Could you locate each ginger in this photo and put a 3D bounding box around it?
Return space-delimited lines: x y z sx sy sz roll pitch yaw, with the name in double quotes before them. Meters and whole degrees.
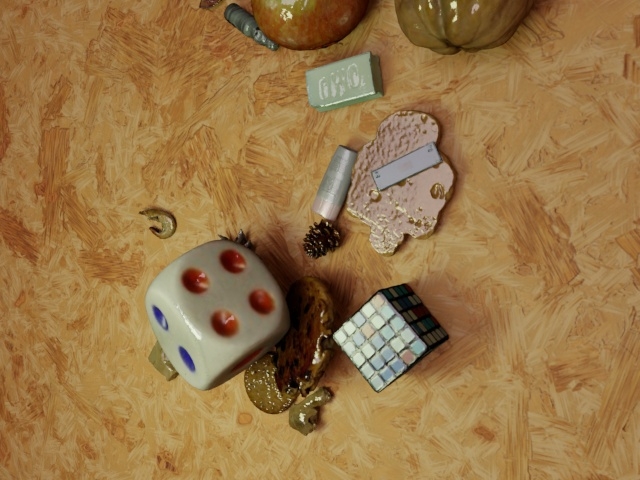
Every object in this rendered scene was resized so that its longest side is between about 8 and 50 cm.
"ginger" -0.031 0.491 1.509 0.165 0.067 0.096 -43 50 24

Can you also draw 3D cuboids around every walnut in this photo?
"walnut" 0.316 -0.583 1.141 0.306 0.306 0.344 14 93 28

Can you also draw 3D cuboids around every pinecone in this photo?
"pinecone" 0.002 0.003 1.451 0.102 0.102 0.109 26 75 26

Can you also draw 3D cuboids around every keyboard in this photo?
"keyboard" 0.210 -0.182 1.314 0.176 0.014 0.055 -25 83 26

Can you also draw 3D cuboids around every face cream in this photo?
"face cream" 0.044 -0.156 1.444 0.084 0.057 0.198 31 109 26

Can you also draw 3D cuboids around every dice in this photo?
"dice" -0.279 0.201 1.434 0.304 0.276 0.304 54 147 13

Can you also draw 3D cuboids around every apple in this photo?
"apple" -0.022 -0.627 1.367 0.309 0.250 0.278 6 80 9

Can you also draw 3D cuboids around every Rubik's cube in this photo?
"Rubik's cube" 0.176 0.234 1.313 0.184 0.187 0.182 -46 70 21

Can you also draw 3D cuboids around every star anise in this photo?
"star anise" -0.250 0.056 1.618 0.195 0.065 0.183 -4 88 41

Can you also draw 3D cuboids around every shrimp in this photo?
"shrimp" -0.555 -0.060 1.808 0.162 0.045 0.095 17 121 23

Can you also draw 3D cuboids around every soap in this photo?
"soap" 0.062 -0.419 1.416 0.198 0.063 0.115 -8 90 30

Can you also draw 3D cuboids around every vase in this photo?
"vase" -0.196 -0.619 1.557 0.211 0.060 0.060 43 112 19

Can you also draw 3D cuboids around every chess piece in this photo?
"chess piece" -0.481 0.339 1.744 0.137 0.137 0.301 50 127 18

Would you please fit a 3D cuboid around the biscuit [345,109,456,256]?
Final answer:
"biscuit" 0.205 -0.141 1.353 0.269 0.051 0.376 17 100 26

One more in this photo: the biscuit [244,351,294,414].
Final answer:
"biscuit" -0.151 0.428 1.599 0.187 0.027 0.188 1 91 29

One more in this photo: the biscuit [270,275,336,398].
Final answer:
"biscuit" -0.041 0.265 1.441 0.334 0.081 0.289 -68 29 23

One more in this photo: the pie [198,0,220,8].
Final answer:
"pie" -0.316 -0.787 1.632 0.092 0.034 0.170 33 107 28
